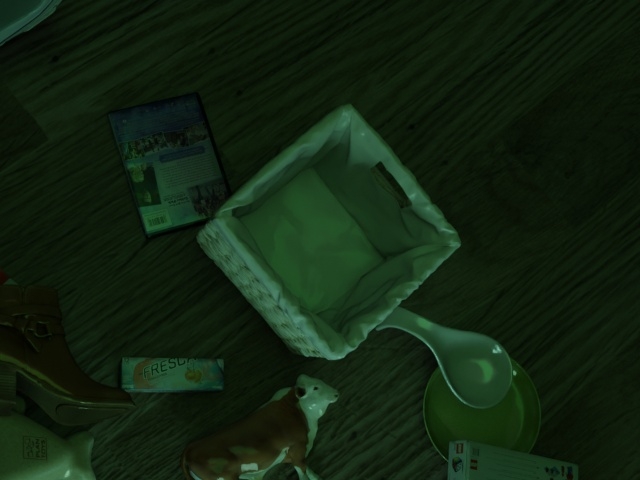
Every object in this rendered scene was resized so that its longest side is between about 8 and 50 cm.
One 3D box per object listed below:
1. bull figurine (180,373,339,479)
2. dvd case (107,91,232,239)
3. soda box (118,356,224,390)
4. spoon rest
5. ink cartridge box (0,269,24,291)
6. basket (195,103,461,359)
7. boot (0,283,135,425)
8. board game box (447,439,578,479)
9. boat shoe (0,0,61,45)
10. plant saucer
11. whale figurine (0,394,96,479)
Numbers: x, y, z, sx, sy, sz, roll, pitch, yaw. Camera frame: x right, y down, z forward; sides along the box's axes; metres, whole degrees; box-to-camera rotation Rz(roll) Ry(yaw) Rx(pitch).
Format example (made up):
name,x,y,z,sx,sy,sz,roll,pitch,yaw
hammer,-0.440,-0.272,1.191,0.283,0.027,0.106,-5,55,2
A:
name,x,y,z,sx,sy,sz,roll,pitch,yaw
bull figurine,-0.091,0.370,1.785,0.310,0.101,0.188,-24,86,-19
dvd case,-0.278,-0.143,1.901,0.180,0.022,0.253,-16,81,-19
soda box,-0.265,0.239,1.790,0.183,0.063,0.058,2,77,-14
spoon rest,0.238,0.209,1.881,0.276,0.084,0.137,31,71,-5
ink cartridge box,-0.585,0.136,1.738,0.225,0.056,0.181,46,70,-2
basket,0.000,0.000,1.801,0.331,0.266,0.328,-42,94,-20
boot,-0.448,0.190,1.694,0.283,0.109,0.220,8,57,-25
board game box,0.353,0.483,1.837,0.305,0.053,0.193,19,68,-34
boat shoe,-0.619,-0.383,1.815,0.367,0.156,0.136,-29,90,10
plant saucer,0.304,0.327,1.933,0.240,0.037,0.241,3,77,-14
whale figurine,-0.513,0.367,1.674,0.272,0.141,0.216,11,54,-36
